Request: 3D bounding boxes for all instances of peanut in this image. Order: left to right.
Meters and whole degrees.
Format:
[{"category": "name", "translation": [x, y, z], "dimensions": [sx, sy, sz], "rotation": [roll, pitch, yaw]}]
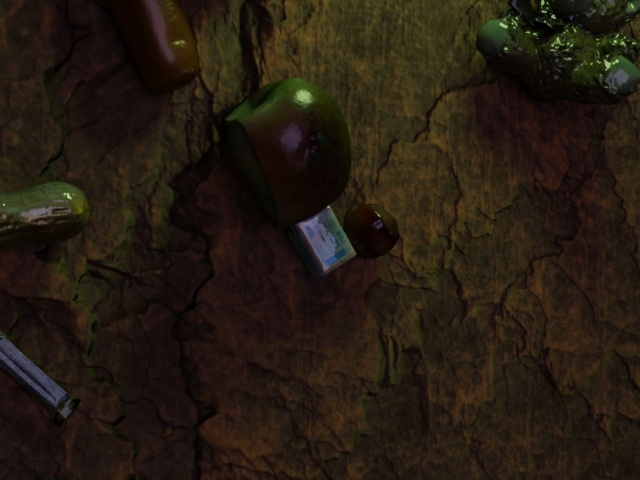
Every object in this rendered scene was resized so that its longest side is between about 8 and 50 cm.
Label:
[{"category": "peanut", "translation": [-0.402, -0.029, 1.514], "dimensions": [0.206, 0.087, 0.087], "rotation": [-12, 89, -26]}]

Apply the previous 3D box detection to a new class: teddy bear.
[{"category": "teddy bear", "translation": [0.409, -0.345, 1.880], "dimensions": [0.267, 0.156, 0.256], "rotation": [23, 78, 10]}]

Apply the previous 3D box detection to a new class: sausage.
[{"category": "sausage", "translation": [-0.241, -0.324, 1.617], "dimensions": [0.098, 0.098, 0.238], "rotation": [-25, 96, -25]}]

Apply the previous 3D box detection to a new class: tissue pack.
[{"category": "tissue pack", "translation": [0.000, 0.000, 1.708], "dimensions": [0.074, 0.058, 0.094], "rotation": [-31, 97, -22]}]

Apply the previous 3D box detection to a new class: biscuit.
[{"category": "biscuit", "translation": [-0.430, 0.132, 1.516], "dimensions": [0.292, 0.026, 0.048], "rotation": [46, 71, -12]}]

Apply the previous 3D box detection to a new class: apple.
[{"category": "apple", "translation": [-0.040, -0.125, 1.637], "dimensions": [0.173, 0.207, 0.188], "rotation": [-28, 106, 15]}]

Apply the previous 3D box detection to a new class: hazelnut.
[{"category": "hazelnut", "translation": [0.076, -0.013, 1.737], "dimensions": [0.086, 0.086, 0.086], "rotation": [3, 83, -24]}]

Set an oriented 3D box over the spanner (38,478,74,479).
[{"category": "spanner", "translation": [-0.455, 0.356, 1.474], "dimensions": [0.324, 0.040, 0.096], "rotation": [-11, 88, -24]}]
